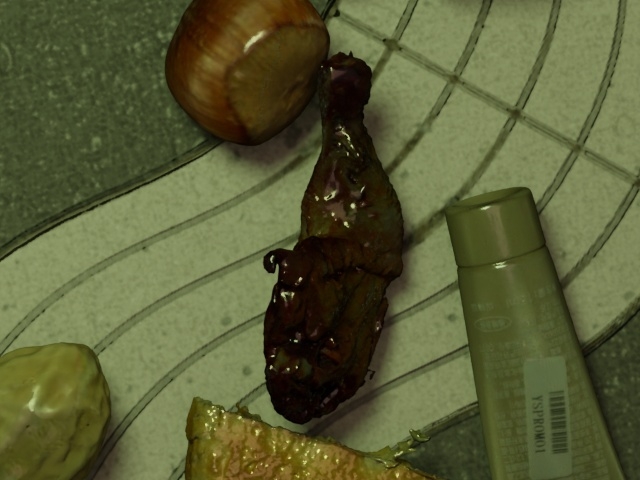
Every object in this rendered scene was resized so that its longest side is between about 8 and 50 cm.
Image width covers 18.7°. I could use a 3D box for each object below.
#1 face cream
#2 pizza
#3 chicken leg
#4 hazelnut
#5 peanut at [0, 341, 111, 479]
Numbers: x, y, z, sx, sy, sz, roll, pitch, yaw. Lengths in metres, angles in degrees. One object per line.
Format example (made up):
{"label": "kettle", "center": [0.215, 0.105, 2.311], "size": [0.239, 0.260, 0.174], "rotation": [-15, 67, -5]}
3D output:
{"label": "face cream", "center": [0.194, 0.124, 1.786], "size": [0.137, 0.084, 0.341], "rotation": [-15, 97, -4]}
{"label": "pizza", "center": [0.023, 0.270, 1.763], "size": [0.287, 0.075, 0.280], "rotation": [-4, 91, -8]}
{"label": "chicken leg", "center": [0.006, 0.002, 1.729], "size": [0.083, 0.177, 0.323], "rotation": [8, 71, 30]}
{"label": "hazelnut", "center": [-0.070, -0.168, 1.743], "size": [0.150, 0.150, 0.150], "rotation": [0, 87, -5]}
{"label": "peanut", "center": [-0.299, 0.217, 1.693], "size": [0.152, 0.152, 0.313], "rotation": [43, 82, -2]}
